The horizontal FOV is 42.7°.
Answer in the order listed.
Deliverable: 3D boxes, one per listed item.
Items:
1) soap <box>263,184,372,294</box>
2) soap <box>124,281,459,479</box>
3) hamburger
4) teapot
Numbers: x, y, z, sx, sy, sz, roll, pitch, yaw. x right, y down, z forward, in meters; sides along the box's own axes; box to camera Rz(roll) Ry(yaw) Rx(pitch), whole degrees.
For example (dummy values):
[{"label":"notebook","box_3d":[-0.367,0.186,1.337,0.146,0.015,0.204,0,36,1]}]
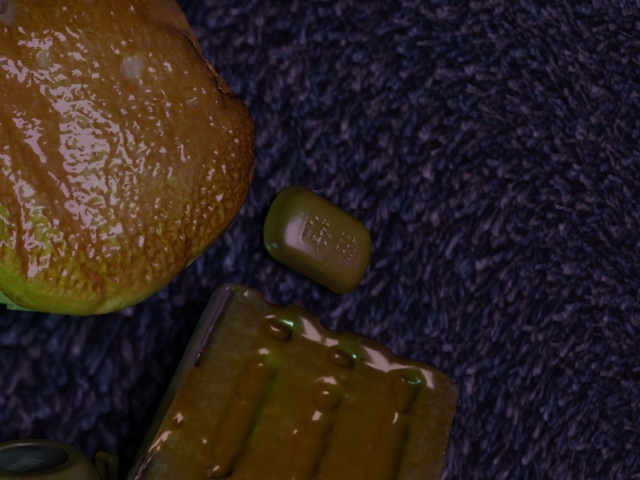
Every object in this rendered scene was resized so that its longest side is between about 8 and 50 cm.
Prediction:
[{"label":"soap","box_3d":[0.001,0.000,0.883,0.140,0.045,0.089,30,72,-29]},{"label":"soap","box_3d":[-0.030,0.207,0.723,0.259,0.143,0.281,26,54,-5]},{"label":"hamburger","box_3d":[-0.202,-0.094,0.675,0.314,0.170,0.290,-42,111,-32]},{"label":"teapot","box_3d":[-0.226,0.226,0.663,0.165,0.130,0.119,-9,106,-63]}]
